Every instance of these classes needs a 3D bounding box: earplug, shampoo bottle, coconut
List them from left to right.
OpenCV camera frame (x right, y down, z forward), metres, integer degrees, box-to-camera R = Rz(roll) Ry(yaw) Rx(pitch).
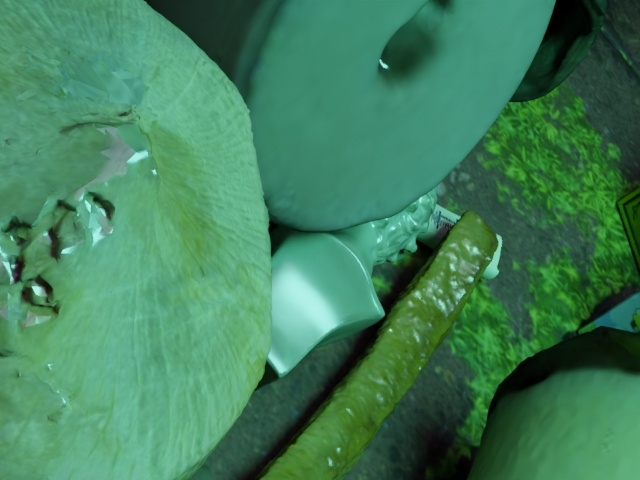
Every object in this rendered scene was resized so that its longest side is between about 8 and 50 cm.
[{"bbox_3d":[-0.207,0.009,0.842,0.404,0.404,0.405,19,54,-28],"label":"coconut"},{"bbox_3d":[-0.052,-0.242,1.114,0.312,0.313,0.394,-12,45,-42],"label":"earplug"},{"bbox_3d":[0.111,-0.012,1.331,0.141,0.034,0.049,28,57,-21],"label":"shampoo bottle"}]

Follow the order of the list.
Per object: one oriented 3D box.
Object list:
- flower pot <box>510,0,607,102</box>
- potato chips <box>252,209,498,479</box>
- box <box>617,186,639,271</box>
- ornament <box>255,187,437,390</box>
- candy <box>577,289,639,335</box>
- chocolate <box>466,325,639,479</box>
[{"bbox_3d":[0.130,-0.282,1.335,0.301,0.302,0.213,21,53,-27],"label":"flower pot"},{"bbox_3d":[0.047,0.115,1.177,0.057,0.080,0.407,36,47,7],"label":"potato chips"},{"bbox_3d":[0.416,-0.026,1.446,0.064,0.220,0.141,3,62,-36],"label":"box"},{"bbox_3d":[0.011,0.010,1.180,0.130,0.120,0.285,41,48,-14],"label":"ornament"},{"bbox_3d":[0.350,0.061,1.361,0.097,0.194,0.062,-14,70,-41],"label":"candy"},{"bbox_3d":[0.250,0.278,1.074,0.326,0.314,0.297,11,48,12],"label":"chocolate"}]
